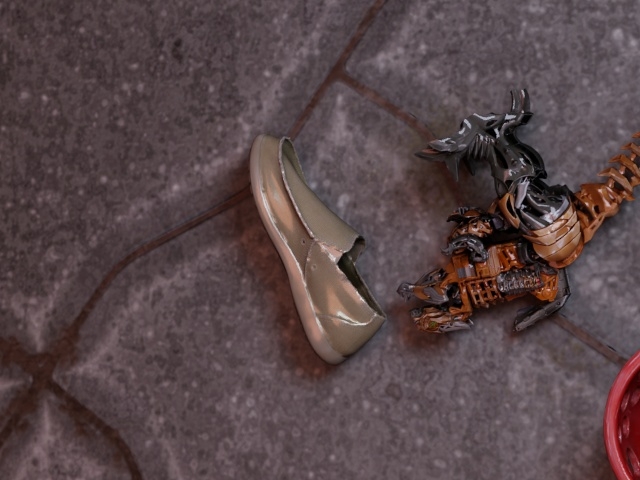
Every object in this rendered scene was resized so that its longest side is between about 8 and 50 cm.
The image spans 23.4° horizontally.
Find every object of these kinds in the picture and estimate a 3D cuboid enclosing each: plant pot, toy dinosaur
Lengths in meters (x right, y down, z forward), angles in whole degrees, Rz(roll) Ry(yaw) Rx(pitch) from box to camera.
[{"bbox_3d":[0.378,0.185,1.486,0.191,0.174,0.191,-3,80,18],"label":"plant pot"},{"bbox_3d":[0.215,-0.034,1.622,0.322,0.164,0.218,-33,86,-8],"label":"toy dinosaur"}]

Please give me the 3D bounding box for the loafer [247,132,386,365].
[{"bbox_3d":[0.000,0.000,1.694,0.092,0.102,0.268,-22,83,13],"label":"loafer"}]
